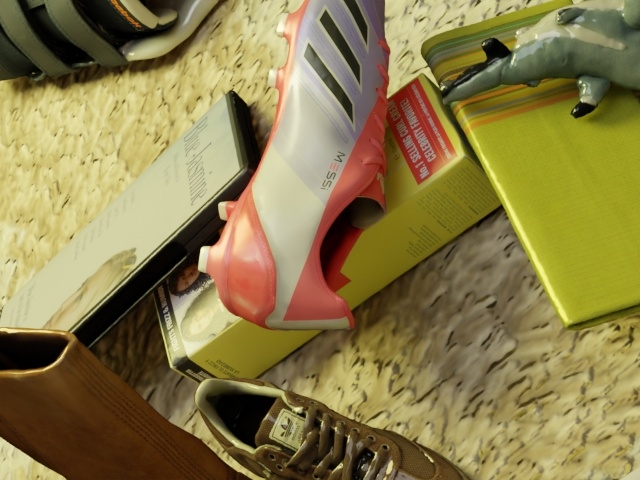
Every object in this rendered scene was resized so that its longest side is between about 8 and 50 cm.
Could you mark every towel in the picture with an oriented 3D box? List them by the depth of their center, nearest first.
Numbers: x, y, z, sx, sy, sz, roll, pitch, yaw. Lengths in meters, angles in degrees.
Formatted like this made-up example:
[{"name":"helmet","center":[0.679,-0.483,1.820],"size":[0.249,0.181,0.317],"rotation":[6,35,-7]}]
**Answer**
[{"name":"towel","center":[0.141,-0.051,0.741],"size":[0.102,0.021,0.237],"rotation":[-17,50,-4]}]

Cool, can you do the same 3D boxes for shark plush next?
[{"name":"shark plush","center":[0.150,-0.102,0.735],"size":[0.161,0.073,0.067],"rotation":[-9,80,-6]}]

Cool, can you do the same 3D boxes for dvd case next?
[{"name":"dvd case","center":[-0.140,0.008,0.906],"size":[0.253,0.022,0.180],"rotation":[-42,21,10]}]

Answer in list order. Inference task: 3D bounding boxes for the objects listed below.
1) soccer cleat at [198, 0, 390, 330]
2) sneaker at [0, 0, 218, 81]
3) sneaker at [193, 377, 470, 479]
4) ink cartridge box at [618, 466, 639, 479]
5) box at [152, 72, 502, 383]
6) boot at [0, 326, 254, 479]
[{"name":"soccer cleat","center":[0.009,-0.061,0.768],"size":[0.095,0.083,0.248],"rotation":[13,68,17]},{"name":"sneaker","center":[-0.195,-0.203,1.055],"size":[0.321,0.126,0.127],"rotation":[-27,45,21]},{"name":"sneaker","center":[-0.001,0.126,0.739],"size":[0.188,0.071,0.066],"rotation":[13,73,43]},{"name":"ink cartridge box","center":[0.205,0.152,0.447],"size":[0.272,0.115,0.198],"rotation":[-28,42,-20]},{"name":"box","center":[0.000,0.000,0.823],"size":[0.232,0.058,0.087],"rotation":[-35,47,17]},{"name":"boot","center":[-0.036,0.121,0.618],"size":[0.264,0.280,0.096],"rotation":[9,56,44]}]
